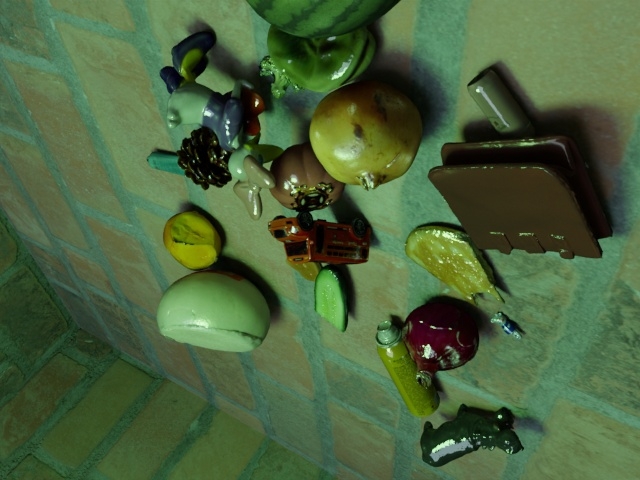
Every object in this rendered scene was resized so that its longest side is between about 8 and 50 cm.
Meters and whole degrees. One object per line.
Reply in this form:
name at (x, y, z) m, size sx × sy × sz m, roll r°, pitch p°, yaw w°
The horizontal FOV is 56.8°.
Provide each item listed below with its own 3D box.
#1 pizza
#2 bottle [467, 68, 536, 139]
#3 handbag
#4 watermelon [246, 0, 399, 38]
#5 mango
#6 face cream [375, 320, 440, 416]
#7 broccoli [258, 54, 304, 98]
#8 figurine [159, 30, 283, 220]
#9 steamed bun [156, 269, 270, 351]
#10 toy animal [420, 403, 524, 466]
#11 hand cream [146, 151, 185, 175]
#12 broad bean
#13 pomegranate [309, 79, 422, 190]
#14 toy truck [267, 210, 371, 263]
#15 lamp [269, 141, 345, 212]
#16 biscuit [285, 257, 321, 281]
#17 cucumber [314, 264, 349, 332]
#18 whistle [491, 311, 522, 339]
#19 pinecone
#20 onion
pizza at (0.315, 0.056, 1.336) m, size 0.262 × 0.034 × 0.181 m, roll 41°, pitch 147°, yaw -2°
bottle at (0.306, -0.220, 0.997) m, size 0.140 × 0.053 × 0.053 m, roll 48°, pitch 146°, yaw -15°
handbag at (0.353, -0.068, 1.059) m, size 0.259 × 0.084 × 0.275 m, roll 2°, pitch 147°, yaw 45°
watermelon at (0.012, -0.432, 0.823) m, size 0.279 × 0.279 × 0.359 m, roll 49°, pitch 143°, yaw -15°
mango at (-0.412, 0.013, 1.888) m, size 0.187 × 0.138 × 0.257 m, roll 20°, pitch 153°, yaw -10°
face cream at (0.244, 0.365, 1.709) m, size 0.104 × 0.105 × 0.349 m, roll 4°, pitch 134°, yaw 41°
broccoli at (-0.076, -0.334, 1.193) m, size 0.097 × 0.092 × 0.095 m, roll 33°, pitch 170°, yaw -20°
figurine at (-0.210, -0.250, 1.250) m, size 0.421 × 0.193 × 0.154 m, roll 48°, pitch 146°, yaw 12°
steamed bun at (-0.342, 0.221, 1.942) m, size 0.373 × 0.242 × 0.374 m, roll 7°, pitch 163°, yaw 2°
toy animal at (0.432, 0.557, 1.713) m, size 0.343 × 0.168 × 0.106 m, roll -31°, pitch 106°, yaw 40°
hand cream at (-0.407, -0.216, 1.698) m, size 0.224 × 0.048 × 0.083 m, roll 15°, pitch 141°, yaw 22°
broad bean at (-0.001, -0.350, 1.079) m, size 0.206 × 0.153 × 0.072 m, roll 12°, pitch -177°, yaw 29°
pomegranate at (0.082, -0.196, 1.105) m, size 0.209 × 0.209 × 0.209 m, roll 25°, pitch 145°, yaw 19°
toy truck at (0.000, 0.000, 1.392) m, size 0.252 × 0.114 × 0.107 m, roll 5°, pitch 172°, yaw -41°
lamp at (-0.030, -0.146, 1.321) m, size 0.181 × 0.140 × 0.182 m, roll -10°, pitch 150°, yaw -6°
biscuit at (-0.051, 0.062, 1.700) m, size 0.118 × 0.023 × 0.140 m, roll 7°, pitch 136°, yaw 39°
cucumber at (0.042, 0.150, 1.680) m, size 0.115 × 0.063 × 0.244 m, roll 30°, pitch 146°, yaw 22°
whistle at (0.440, 0.204, 1.397) m, size 0.083 × 0.029 × 0.033 m, roll 42°, pitch 115°, yaw 2°
pinecone at (-0.266, -0.210, 1.470) m, size 0.173 × 0.174 × 0.174 m, roll 25°, pitch 145°, yaw 19°
onion at (0.275, 0.251, 1.440) m, size 0.195 × 0.218 × 0.140 m, roll 11°, pitch 137°, yaw 33°
